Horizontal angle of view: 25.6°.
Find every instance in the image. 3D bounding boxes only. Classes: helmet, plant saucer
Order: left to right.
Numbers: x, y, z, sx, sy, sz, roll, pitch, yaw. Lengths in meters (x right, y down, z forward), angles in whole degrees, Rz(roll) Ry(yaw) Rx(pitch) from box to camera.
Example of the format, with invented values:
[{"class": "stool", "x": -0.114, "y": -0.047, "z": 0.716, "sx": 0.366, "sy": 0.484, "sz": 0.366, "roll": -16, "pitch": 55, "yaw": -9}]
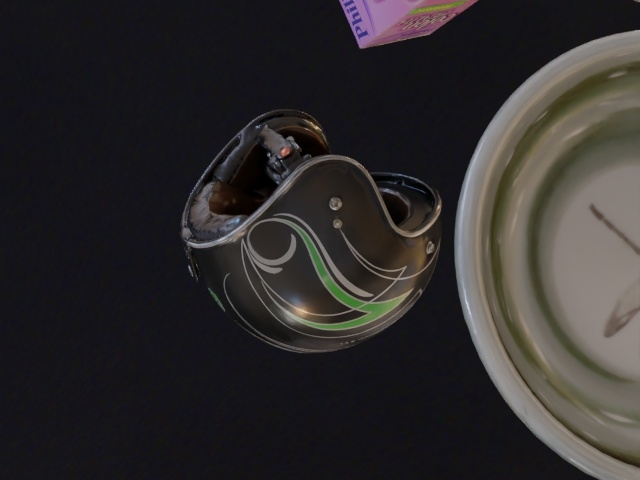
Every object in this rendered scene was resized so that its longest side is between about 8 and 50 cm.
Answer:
[{"class": "helmet", "x": 0.000, "y": 0.000, "z": 1.011, "sx": 0.161, "sy": 0.169, "sz": 0.169, "roll": 43, "pitch": -120, "yaw": -29}, {"class": "plant saucer", "x": 0.296, "y": 0.022, "z": 1.216, "sx": 0.401, "sy": 0.100, "sz": 0.400, "roll": 2, "pitch": -100, "yaw": -13}]

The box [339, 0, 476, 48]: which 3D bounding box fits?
[{"class": "box", "x": 0.108, "y": -0.353, "z": 1.467, "sx": 0.117, "sy": 0.243, "sz": 0.213, "roll": -18, "pitch": -97, "yaw": -38}]
